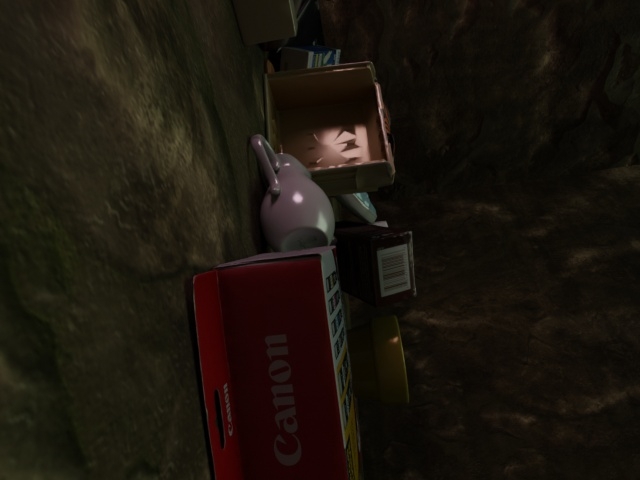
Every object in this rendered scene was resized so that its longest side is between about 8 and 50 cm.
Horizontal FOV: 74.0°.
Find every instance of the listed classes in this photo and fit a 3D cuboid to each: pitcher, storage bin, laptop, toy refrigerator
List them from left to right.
[{"bbox_3d":[-0.115,-0.497,0.731,0.094,0.102,0.270,-90,170,-51],"label":"toy refrigerator"},{"bbox_3d":[-0.109,-0.580,1.320,0.382,0.236,0.408,70,42,-63],"label":"laptop"},{"bbox_3d":[-0.060,-0.076,0.733,0.178,0.125,0.207,47,19,-43],"label":"pitcher"},{"bbox_3d":[0.018,-0.239,0.935,0.123,0.260,0.262,78,6,-67],"label":"storage bin"}]

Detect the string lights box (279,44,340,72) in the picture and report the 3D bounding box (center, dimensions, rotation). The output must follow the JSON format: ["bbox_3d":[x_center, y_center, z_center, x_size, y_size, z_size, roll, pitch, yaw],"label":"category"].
[{"bbox_3d":[-0.027,-0.452,1.151,0.260,0.076,0.133,-51,154,-58],"label":"string lights box"}]

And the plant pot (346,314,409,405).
[{"bbox_3d":[0.125,0.361,1.263,0.254,0.238,0.254,-7,90,-85],"label":"plant pot"}]

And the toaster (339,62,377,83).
[{"bbox_3d":[0.082,-0.457,1.330,0.146,0.129,0.227,48,-40,40],"label":"toaster"}]

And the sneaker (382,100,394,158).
[{"bbox_3d":[0.226,-0.423,1.619,0.180,0.124,0.321,-68,141,-82],"label":"sneaker"}]

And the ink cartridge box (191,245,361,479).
[{"bbox_3d":[-0.033,0.171,0.524,0.272,0.130,0.310,-18,101,-83],"label":"ink cartridge box"}]

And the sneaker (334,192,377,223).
[{"bbox_3d":[0.082,-0.204,1.264,0.366,0.150,0.135,46,-1,-28],"label":"sneaker"}]

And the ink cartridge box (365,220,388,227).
[{"bbox_3d":[0.164,0.048,1.448,0.219,0.092,0.160,-43,-119,62],"label":"ink cartridge box"}]

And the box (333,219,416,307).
[{"bbox_3d":[0.116,0.055,1.273,0.381,0.143,0.191,16,-65,62],"label":"box"}]

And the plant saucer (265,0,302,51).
[{"bbox_3d":[-0.054,-0.572,0.947,0.310,0.050,0.311,-162,-90,-77],"label":"plant saucer"}]

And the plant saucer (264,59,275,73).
[{"bbox_3d":[-0.116,-0.385,1.007,0.083,0.013,0.084,-8,90,-83],"label":"plant saucer"}]

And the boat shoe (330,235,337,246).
[{"bbox_3d":[0.000,0.000,1.216,0.098,0.096,0.277,-88,169,-60],"label":"boat shoe"}]
